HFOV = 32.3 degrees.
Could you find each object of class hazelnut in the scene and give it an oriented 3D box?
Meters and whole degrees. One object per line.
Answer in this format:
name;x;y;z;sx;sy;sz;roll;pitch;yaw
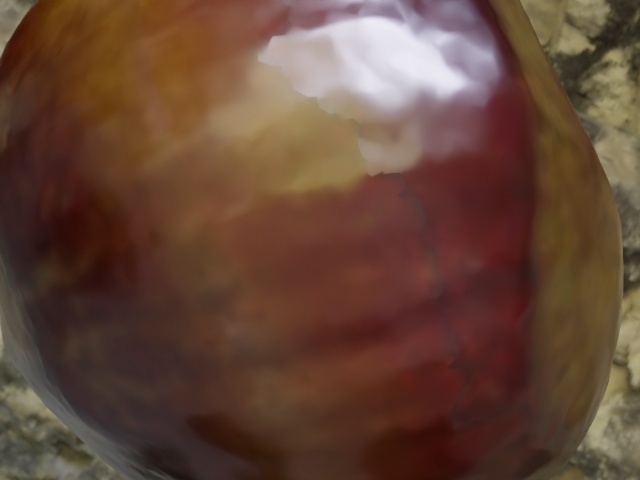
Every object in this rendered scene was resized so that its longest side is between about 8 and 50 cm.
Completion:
hazelnut;0.000;0.000;0.699;0.402;0.402;0.429;3;-60;40
